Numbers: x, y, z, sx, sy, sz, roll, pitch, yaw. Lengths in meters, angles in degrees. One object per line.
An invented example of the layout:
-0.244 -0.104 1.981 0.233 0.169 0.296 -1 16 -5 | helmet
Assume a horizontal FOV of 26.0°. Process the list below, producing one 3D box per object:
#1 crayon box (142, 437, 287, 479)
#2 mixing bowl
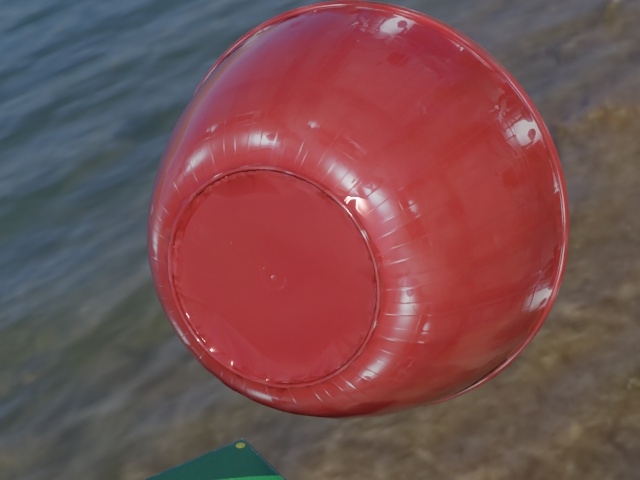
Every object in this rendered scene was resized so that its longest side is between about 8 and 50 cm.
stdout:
-0.095 0.316 0.957 0.313 0.106 0.363 -19 32 -28 | crayon box
0.000 0.000 0.553 0.181 0.181 0.098 -8 12 25 | mixing bowl
